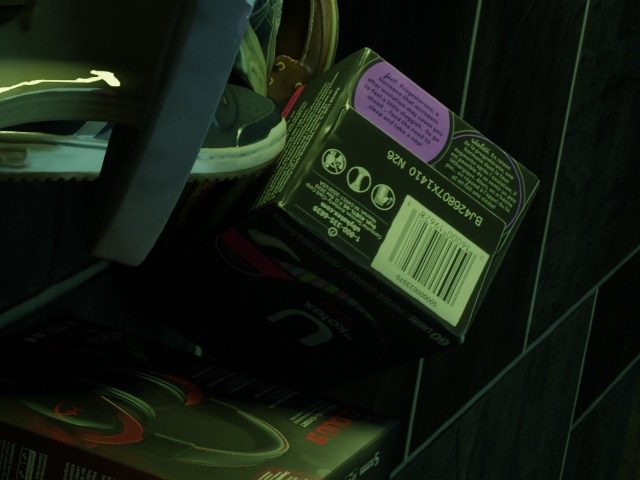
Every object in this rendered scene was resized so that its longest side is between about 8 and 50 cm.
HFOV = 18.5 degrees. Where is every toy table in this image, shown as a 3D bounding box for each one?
[{"bbox_3d":[-0.132,-0.113,0.999,0.252,0.161,0.274,-91,-158,-53],"label":"toy table"}]

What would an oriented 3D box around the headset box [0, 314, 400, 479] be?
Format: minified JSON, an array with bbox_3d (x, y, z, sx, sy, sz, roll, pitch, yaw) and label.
[{"bbox_3d":[-0.098,0.158,1.277,0.218,0.293,0.110,-25,128,-65],"label":"headset box"}]

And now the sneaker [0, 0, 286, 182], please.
[{"bbox_3d":[-0.125,-0.119,1.200,0.282,0.099,0.153,-3,108,-41],"label":"sneaker"}]

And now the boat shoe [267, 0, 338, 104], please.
[{"bbox_3d":[-0.036,-0.128,1.515,0.060,0.064,0.178,-15,131,-48],"label":"boat shoe"}]

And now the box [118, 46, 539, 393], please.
[{"bbox_3d":[0.000,0.000,1.403,0.270,0.165,0.143,-27,-150,59],"label":"box"}]

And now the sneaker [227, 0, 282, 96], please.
[{"bbox_3d":[-0.076,-0.189,1.302,0.283,0.110,0.122,96,6,-53],"label":"sneaker"}]
